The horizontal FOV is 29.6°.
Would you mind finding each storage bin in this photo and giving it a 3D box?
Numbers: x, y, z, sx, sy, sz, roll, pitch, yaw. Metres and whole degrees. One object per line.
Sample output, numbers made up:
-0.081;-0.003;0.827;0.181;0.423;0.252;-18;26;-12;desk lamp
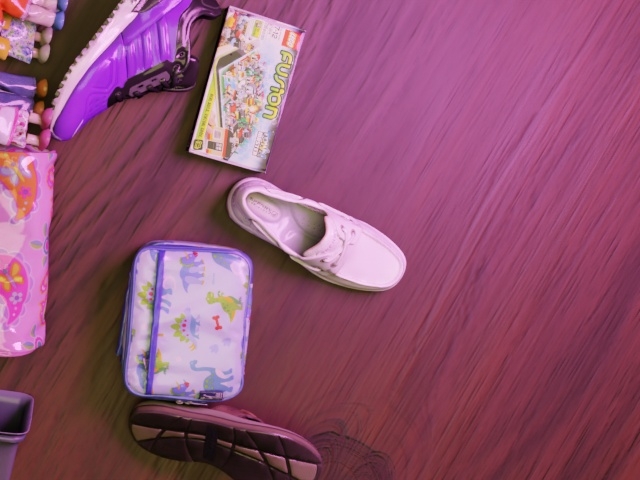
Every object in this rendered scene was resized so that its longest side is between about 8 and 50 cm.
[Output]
-0.438;0.264;1.604;0.098;0.135;0.091;10;103;-13;storage bin

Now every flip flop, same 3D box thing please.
-0.129;0.274;1.693;0.277;0.080;0.112;15;120;2;flip flop

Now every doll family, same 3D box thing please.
-0.431;-0.224;1.550;0.163;0.118;0.263;12;73;-30;doll family

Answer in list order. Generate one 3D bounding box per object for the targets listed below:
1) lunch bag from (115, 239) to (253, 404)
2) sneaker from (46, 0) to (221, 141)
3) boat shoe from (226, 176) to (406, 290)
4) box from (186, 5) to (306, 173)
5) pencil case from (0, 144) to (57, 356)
-0.186;0.112;1.660;0.176;0.090;0.219;7;93;-10;lunch bag
-0.238;-0.231;1.607;0.146;0.102;0.293;37;87;-13;sneaker
0.000;0.000;1.682;0.277;0.096;0.098;24;90;-13;boat shoe
-0.103;-0.207;1.671;0.114;0.036;0.207;15;92;-13;box
-0.412;0.013;1.588;0.124;0.124;0.284;3;95;-12;pencil case
